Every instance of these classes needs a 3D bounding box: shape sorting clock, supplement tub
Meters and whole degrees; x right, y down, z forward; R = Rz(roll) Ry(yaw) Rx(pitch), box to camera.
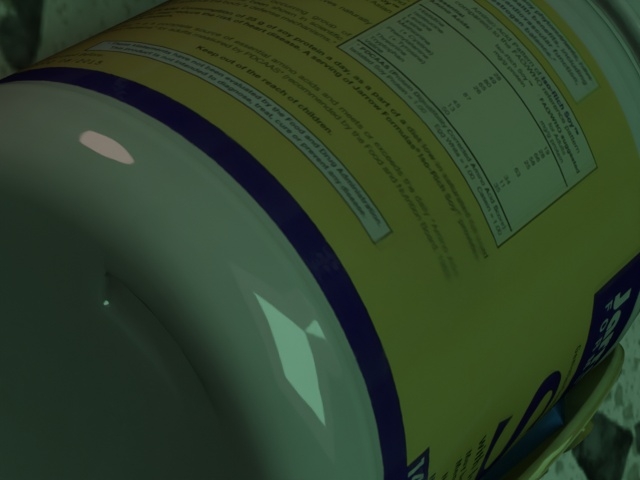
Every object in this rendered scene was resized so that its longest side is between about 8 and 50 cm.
[{"bbox_3d":[0.075,0.122,0.824,0.040,0.206,0.206,46,51,-5],"label":"shape sorting clock"},{"bbox_3d":[0.000,0.000,0.697,0.331,0.241,0.241,-35,115,-44],"label":"supplement tub"}]
